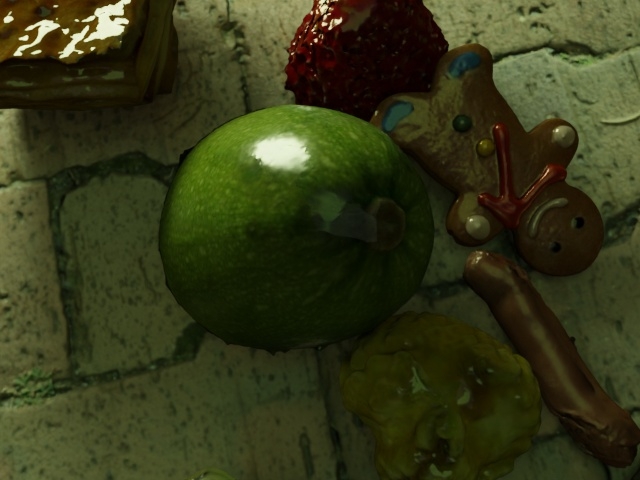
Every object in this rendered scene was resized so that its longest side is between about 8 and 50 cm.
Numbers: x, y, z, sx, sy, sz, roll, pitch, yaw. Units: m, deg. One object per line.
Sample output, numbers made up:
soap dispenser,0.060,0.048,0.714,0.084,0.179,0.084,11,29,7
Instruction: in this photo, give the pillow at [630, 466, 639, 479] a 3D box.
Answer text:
pillow,0.461,0.346,0.977,0.255,0.059,0.169,37,73,15

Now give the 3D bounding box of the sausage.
sausage,0.274,0.137,1.043,0.078,0.078,0.304,-32,77,-6

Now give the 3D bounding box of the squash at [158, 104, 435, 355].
squash,-0.026,-0.007,0.935,0.310,0.309,0.310,0,91,-8

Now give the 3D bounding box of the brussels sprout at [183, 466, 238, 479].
brussels sprout,-0.113,0.375,0.928,0.244,0.244,0.244,-1,75,2

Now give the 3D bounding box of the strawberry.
strawberry,0.059,-0.240,1.104,0.234,0.178,0.233,-1,80,6

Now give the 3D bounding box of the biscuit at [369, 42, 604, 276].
biscuit,0.228,-0.087,1.075,0.205,0.049,0.324,-40,95,-3

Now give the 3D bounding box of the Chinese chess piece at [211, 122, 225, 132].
Chinese chess piece,-0.093,-0.088,1.125,0.144,0.058,0.144,-1,76,2

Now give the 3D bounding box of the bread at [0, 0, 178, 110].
bread,-0.322,-0.316,1.132,0.314,0.191,0.370,0,70,7

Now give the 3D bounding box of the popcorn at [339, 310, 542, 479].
popcorn,0.128,0.190,0.995,0.226,0.200,0.203,11,104,-26
